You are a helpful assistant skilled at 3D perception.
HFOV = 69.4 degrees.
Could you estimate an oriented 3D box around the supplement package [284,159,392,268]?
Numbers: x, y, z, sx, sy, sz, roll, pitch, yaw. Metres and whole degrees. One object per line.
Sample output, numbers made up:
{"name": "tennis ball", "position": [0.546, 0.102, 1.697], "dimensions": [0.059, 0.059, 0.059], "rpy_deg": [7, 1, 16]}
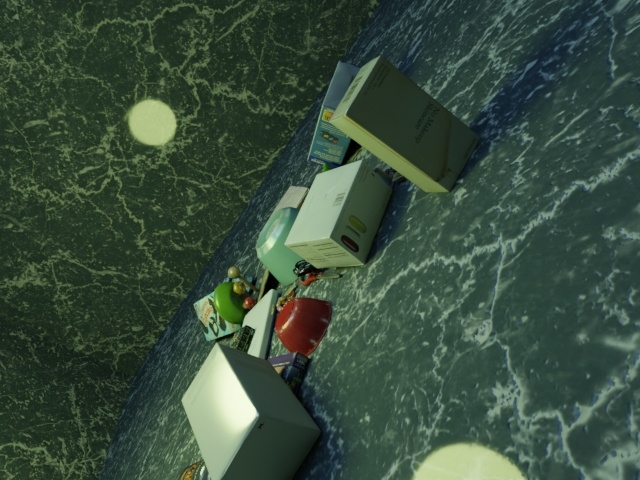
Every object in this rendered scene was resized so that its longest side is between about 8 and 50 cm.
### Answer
{"name": "supplement package", "position": [0.054, -0.069, 1.329], "dimensions": [0.204, 0.145, 0.261], "rpy_deg": [-8, 52, 49]}

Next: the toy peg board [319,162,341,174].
{"name": "toy peg board", "position": [0.014, -0.220, 1.841], "dimensions": [0.160, 0.079, 0.161], "rpy_deg": [-48, 20, 27]}

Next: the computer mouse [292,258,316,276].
{"name": "computer mouse", "position": [0.000, 0.000, 1.531], "dimensions": [0.189, 0.072, 0.272], "rpy_deg": [-30, 36, 24]}

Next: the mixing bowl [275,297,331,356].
{"name": "mixing bowl", "position": [-0.062, 0.228, 1.288], "dimensions": [0.181, 0.098, 0.181], "rpy_deg": [-48, 21, 26]}

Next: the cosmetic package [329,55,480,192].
{"name": "cosmetic package", "position": [0.195, -0.257, 1.067], "dimensions": [0.160, 0.310, 0.113], "rpy_deg": [-61, 18, -4]}

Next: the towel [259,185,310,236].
{"name": "towel", "position": [-0.167, -0.113, 2.178], "dimensions": [0.316, 0.054, 0.332], "rpy_deg": [-58, 19, -2]}

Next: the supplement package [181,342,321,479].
{"name": "supplement package", "position": [-0.169, 0.399, 1.055], "dimensions": [0.175, 0.178, 0.293], "rpy_deg": [-58, 34, 0]}

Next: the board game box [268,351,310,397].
{"name": "board game box", "position": [-0.108, 0.380, 1.240], "dimensions": [0.170, 0.048, 0.140], "rpy_deg": [-31, 33, 54]}

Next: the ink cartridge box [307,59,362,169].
{"name": "ink cartridge box", "position": [0.067, -0.473, 1.864], "dimensions": [0.395, 0.151, 0.269], "rpy_deg": [117, 172, -60]}

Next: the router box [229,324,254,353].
{"name": "router box", "position": [-0.280, 0.362, 1.592], "dimensions": [0.092, 0.038, 0.122], "rpy_deg": [-35, 29, 48]}

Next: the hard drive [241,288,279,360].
{"name": "hard drive", "position": [-0.235, 0.346, 1.631], "dimensions": [0.210, 0.040, 0.318], "rpy_deg": [-46, 22, 32]}

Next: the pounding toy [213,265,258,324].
{"name": "pounding toy", "position": [-0.313, 0.212, 1.851], "dimensions": [0.110, 0.183, 0.236], "rpy_deg": [-34, 26, 32]}

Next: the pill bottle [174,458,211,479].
{"name": "pill bottle", "position": [-0.268, 0.608, 1.155], "dimensions": [0.246, 0.131, 0.130], "rpy_deg": [-42, 25, 40]}

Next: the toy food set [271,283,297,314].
{"name": "toy food set", "position": [-0.121, 0.210, 1.596], "dimensions": [0.122, 0.019, 0.077], "rpy_deg": [-41, 24, 24]}

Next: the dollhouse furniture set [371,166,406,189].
{"name": "dollhouse furniture set", "position": [0.205, -0.212, 1.330], "dimensions": [0.114, 0.081, 0.090], "rpy_deg": [-25, 38, 59]}

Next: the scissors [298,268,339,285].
{"name": "scissors", "position": [-0.009, 0.118, 1.458], "dimensions": [0.108, 0.021, 0.297], "rpy_deg": [-56, 19, -1]}

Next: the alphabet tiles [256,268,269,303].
{"name": "alphabet tiles", "position": [-0.227, 0.165, 1.860], "dimensions": [0.237, 0.009, 0.198], "rpy_deg": [-83, 13, -53]}

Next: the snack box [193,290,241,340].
{"name": "snack box", "position": [-0.456, 0.329, 2.018], "dimensions": [0.060, 0.186, 0.322], "rpy_deg": [-18, -7, -34]}

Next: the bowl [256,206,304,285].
{"name": "bowl", "position": [-0.127, -0.003, 1.724], "dimensions": [0.311, 0.163, 0.311], "rpy_deg": [-50, 19, 25]}

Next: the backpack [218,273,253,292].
{"name": "backpack", "position": [-0.387, 0.224, 2.103], "dimensions": [0.173, 0.117, 0.158], "rpy_deg": [-43, 24, 33]}
